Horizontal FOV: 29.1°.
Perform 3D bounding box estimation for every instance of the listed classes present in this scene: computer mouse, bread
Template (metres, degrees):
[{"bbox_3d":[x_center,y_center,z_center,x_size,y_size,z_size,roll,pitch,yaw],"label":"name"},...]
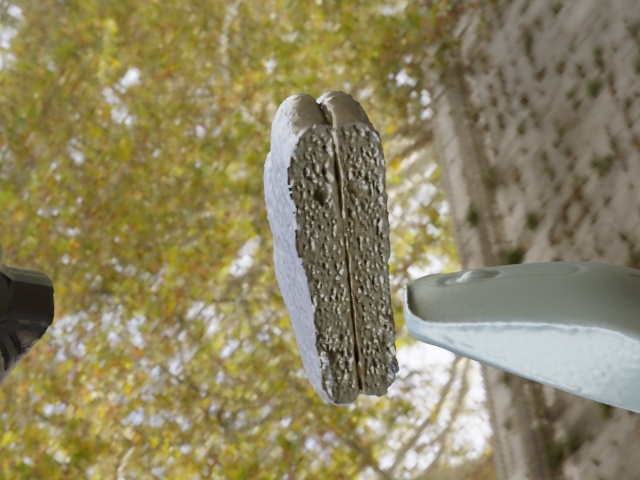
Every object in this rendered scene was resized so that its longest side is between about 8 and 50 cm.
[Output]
[{"bbox_3d":[0.170,0.051,0.852,0.230,0.079,0.128,14,-164,11],"label":"computer mouse"},{"bbox_3d":[0.006,0.000,1.285,0.101,0.337,0.183,-11,-154,-11],"label":"bread"}]

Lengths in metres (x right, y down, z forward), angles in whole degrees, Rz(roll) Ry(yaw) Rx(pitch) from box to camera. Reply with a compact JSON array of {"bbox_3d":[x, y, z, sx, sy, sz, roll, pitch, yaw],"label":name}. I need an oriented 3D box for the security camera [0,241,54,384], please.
[{"bbox_3d":[-0.333,-0.019,0.943,0.191,0.197,0.277,13,-130,-36],"label":"security camera"}]
